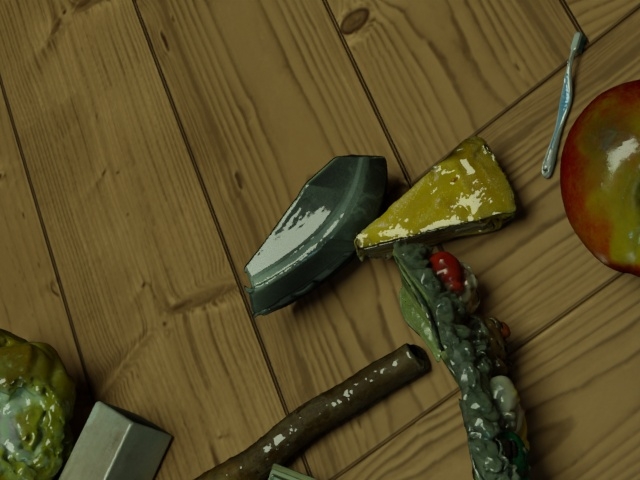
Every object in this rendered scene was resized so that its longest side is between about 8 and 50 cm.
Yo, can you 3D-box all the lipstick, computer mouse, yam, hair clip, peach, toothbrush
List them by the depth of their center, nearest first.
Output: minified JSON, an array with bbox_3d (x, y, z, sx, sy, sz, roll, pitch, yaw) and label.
[{"bbox_3d":[0.322,-0.060,1.614,0.190,0.192,0.190,6,108,20],"label":"peach"},{"bbox_3d":[0.156,0.130,1.675,0.091,0.138,0.321,-18,55,-2],"label":"hair clip"},{"bbox_3d":[0.254,-0.143,1.769,0.014,0.017,0.162,5,75,47],"label":"toothbrush"},{"bbox_3d":[-0.019,0.207,1.827,0.327,0.045,0.045,-35,19,22],"label":"yam"},{"bbox_3d":[0.003,0.002,1.852,0.071,0.126,0.231,40,94,21],"label":"computer mouse"},{"bbox_3d":[-0.295,0.374,1.958,0.079,0.076,0.371,24,88,44],"label":"lipstick"}]

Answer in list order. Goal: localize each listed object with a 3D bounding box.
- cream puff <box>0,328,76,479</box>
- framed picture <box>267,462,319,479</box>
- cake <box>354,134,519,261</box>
[{"bbox_3d":[-0.402,0.240,2.043,0.281,0.185,0.282,-12,51,15],"label":"cream puff"},{"bbox_3d":[-0.014,0.387,1.743,0.217,0.017,0.274,12,86,41],"label":"framed picture"},{"bbox_3d":[0.134,-0.015,1.791,0.185,0.080,0.116,-43,62,4],"label":"cake"}]
